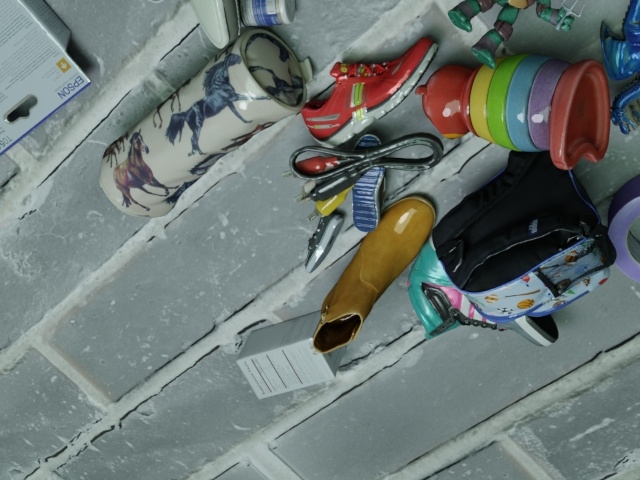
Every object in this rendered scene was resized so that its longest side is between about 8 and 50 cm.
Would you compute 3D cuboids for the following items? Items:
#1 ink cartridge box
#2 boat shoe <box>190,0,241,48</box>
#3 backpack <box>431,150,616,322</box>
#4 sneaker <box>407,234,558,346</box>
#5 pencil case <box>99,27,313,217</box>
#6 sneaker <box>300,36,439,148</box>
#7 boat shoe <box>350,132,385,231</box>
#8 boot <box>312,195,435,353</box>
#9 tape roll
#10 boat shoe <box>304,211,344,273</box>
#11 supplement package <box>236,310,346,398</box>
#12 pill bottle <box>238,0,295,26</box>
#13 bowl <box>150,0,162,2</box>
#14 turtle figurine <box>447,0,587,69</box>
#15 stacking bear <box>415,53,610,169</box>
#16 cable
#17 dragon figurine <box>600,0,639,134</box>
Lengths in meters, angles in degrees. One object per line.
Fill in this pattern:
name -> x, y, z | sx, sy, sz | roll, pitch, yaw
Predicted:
ink cartridge box -> -0.622, -0.345, 1.941 | 0.324, 0.071, 0.330 | -30, 112, 28
boat shoe -> -0.172, -0.463, 1.684 | 0.109, 0.091, 0.305 | 12, 121, 57
backpack -> 0.332, 0.003, 1.756 | 0.263, 0.276, 0.213 | -28, 129, 10
sneaker -> 0.274, 0.130, 1.935 | 0.295, 0.124, 0.178 | 40, 118, -1
pencil case -> -0.202, -0.200, 1.856 | 0.410, 0.183, 0.160 | -34, 78, 30
sneaker -> 0.073, -0.260, 1.773 | 0.279, 0.107, 0.118 | -35, 101, 30
boat shoe -> 0.084, -0.110, 1.880 | 0.066, 0.066, 0.183 | 11, 117, 12
boot -> 0.097, 0.070, 1.899 | 0.104, 0.211, 0.295 | 35, 123, -7
tape roll -> 0.582, -0.019, 1.785 | 0.189, 0.080, 0.189 | 8, 122, 12
boat shoe -> 0.000, 0.000, 1.988 | 0.040, 0.049, 0.142 | 38, 124, 15
supplement package -> -0.057, 0.227, 2.102 | 0.179, 0.105, 0.105 | -18, 114, 25
pill bottle -> -0.107, -0.391, 1.764 | 0.120, 0.067, 0.067 | 0, 120, 16
bowl -> -0.288, -0.486, 1.767 | 0.142, 0.053, 0.142 | 34, 123, -6
turtle figurine -> 0.311, -0.381, 1.600 | 0.234, 0.118, 0.175 | -43, 102, 0
stacking bear -> 0.293, -0.215, 1.677 | 0.289, 0.175, 0.164 | 11, 106, 36
cable -> 0.064, -0.138, 1.809 | 0.287, 0.072, 0.139 | -25, 111, 17
dragon figurine -> 0.479, -0.301, 1.640 | 0.144, 0.085, 0.289 | -18, 115, 24
